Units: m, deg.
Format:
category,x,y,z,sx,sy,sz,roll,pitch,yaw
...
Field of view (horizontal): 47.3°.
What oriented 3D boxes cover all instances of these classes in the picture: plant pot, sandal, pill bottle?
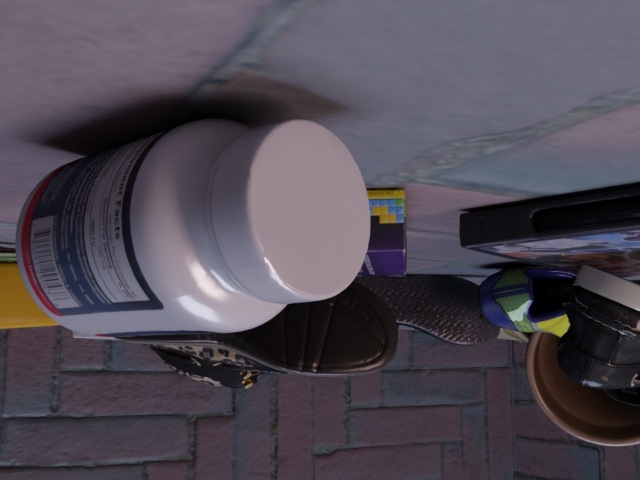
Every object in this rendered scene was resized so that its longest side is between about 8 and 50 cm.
category,x,y,z,sx,sy,sz,roll,pitch,yaw
plant pot,0.497,0.184,1.256,0.263,0.263,0.229,-3,-171,22
sandal,0.141,0.094,1.077,0.254,0.097,0.054,12,169,-4
pill bottle,-0.068,-0.005,0.380,0.180,0.108,0.108,-7,168,41

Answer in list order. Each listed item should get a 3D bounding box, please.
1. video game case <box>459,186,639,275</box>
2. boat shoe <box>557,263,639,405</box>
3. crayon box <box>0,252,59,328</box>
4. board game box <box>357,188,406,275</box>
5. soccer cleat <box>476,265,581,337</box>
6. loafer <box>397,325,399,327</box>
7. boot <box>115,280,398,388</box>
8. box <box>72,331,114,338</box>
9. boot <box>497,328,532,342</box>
category,x,y,z,sx,sy,sz,roll,pitch,yaw
video game case,0.295,-0.004,0.602,0.248,0.035,0.275,-8,168,43
boat shoe,0.316,0.109,0.727,0.127,0.113,0.340,25,-176,31
crayon box,-0.425,0.070,0.901,0.203,0.083,0.323,2,172,-42
board game box,0.000,0.000,0.599,0.141,0.048,0.170,0,171,7
soccer cleat,0.344,0.084,0.988,0.289,0.093,0.121,5,163,-30
loafer,-0.002,0.150,1.392,0.130,0.134,0.366,31,147,-25
boot,-0.092,0.130,1.006,0.377,0.138,0.284,4,161,2
box,-0.339,0.132,1.309,0.170,0.091,0.130,1,171,-2
boot,0.319,0.144,1.375,0.203,0.095,0.262,-3,175,29
